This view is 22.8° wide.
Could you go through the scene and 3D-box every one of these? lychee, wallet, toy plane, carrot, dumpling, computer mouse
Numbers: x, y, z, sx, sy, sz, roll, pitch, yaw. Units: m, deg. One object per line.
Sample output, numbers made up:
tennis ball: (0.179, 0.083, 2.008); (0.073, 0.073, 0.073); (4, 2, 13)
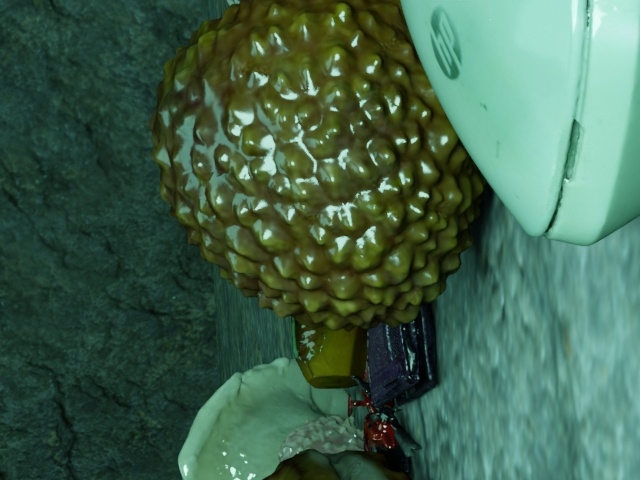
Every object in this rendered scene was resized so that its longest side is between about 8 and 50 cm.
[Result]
lychee: (-0.003, -0.060, 0.878); (0.200, 0.200, 0.238); (102, 150, -66)
wallet: (0.052, 0.057, 1.127); (0.166, 0.030, 0.111); (116, 149, -76)
toy plane: (0.046, 0.145, 1.222); (0.145, 0.037, 0.060); (-111, 22, -62)
carrot: (0.000, 0.000, 1.382); (0.070, 0.070, 0.260); (102, 162, -67)
dumpling: (-0.036, 0.187, 1.417); (0.126, 0.216, 0.166); (-16, 62, 63)
computer mouse: (0.072, -0.125, 0.600); (0.159, 0.097, 0.288); (89, 171, -47)

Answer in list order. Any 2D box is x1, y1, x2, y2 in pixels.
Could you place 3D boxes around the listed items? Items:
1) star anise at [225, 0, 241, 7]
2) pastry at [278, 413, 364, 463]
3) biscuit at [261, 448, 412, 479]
star anise: (-0.054, -0.306, 1.312); (0.230, 0.081, 0.262); (-8, -71, -61)
pastry: (0.017, 0.279, 1.305); (0.112, 0.103, 0.265); (170, 93, -76)
biscuit: (0.032, 0.302, 1.089); (0.332, 0.103, 0.332); (170, 90, -77)
